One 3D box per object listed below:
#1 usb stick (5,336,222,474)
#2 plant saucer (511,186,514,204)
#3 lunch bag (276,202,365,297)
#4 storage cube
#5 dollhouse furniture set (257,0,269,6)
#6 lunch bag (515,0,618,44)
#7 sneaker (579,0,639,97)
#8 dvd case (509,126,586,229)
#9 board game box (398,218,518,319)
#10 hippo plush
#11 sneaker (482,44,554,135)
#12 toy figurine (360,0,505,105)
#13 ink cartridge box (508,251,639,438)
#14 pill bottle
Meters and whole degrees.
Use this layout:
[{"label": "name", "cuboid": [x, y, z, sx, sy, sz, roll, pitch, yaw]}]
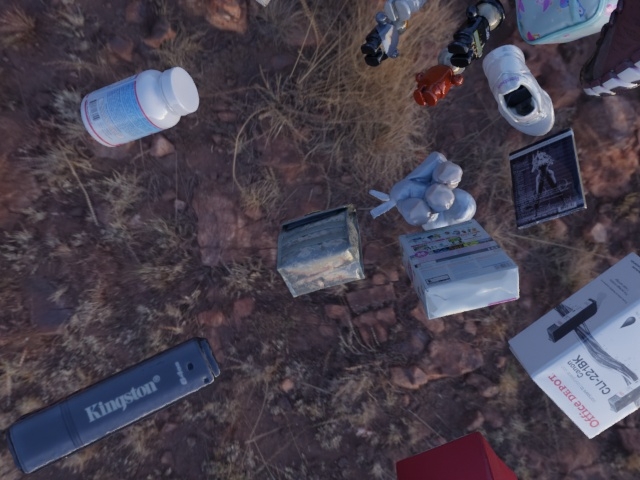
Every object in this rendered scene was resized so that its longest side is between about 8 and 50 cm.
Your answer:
[{"label": "usb stick", "cuboid": [-0.272, 0.217, 0.708, 0.278, 0.045, 0.077, -24, 70, -13]}, {"label": "plant saucer", "cuboid": [0.632, -0.142, 1.498, 0.169, 0.029, 0.168, -1, 114, -2]}, {"label": "lunch bag", "cuboid": [0.000, 0.000, 1.614, 0.236, 0.287, 0.168, -16, 130, 12]}, {"label": "storage cube", "cuboid": [0.271, 0.512, 0.984, 0.215, 0.193, 0.183, -30, 120, 20]}, {"label": "dollhouse furniture set", "cuboid": [-0.161, -0.587, 0.973, 0.242, 0.212, 0.161, 26, 120, -30]}, {"label": "lunch bag", "cuboid": [0.431, -0.493, 0.895, 0.108, 0.224, 0.279, -10, 100, -13]}, {"label": "sneaker", "cuboid": [0.318, -0.242, 0.497, 0.107, 0.281, 0.162, -29, 94, 0]}, {"label": "dvd case", "cuboid": [0.546, -0.150, 1.281, 0.018, 0.165, 0.221, 23, 58, -36]}, {"label": "board game box", "cuboid": [0.345, 0.063, 1.365, 0.224, 0.303, 0.097, -13, 116, 2]}, {"label": "hippo plush", "cuboid": [0.335, -0.085, 1.568, 0.294, 0.234, 0.237, -33, 123, 28]}, {"label": "sneaker", "cuboid": [0.467, -0.310, 1.226, 0.305, 0.114, 0.152, 29, 46, -43]}, {"label": "toy figurine", "cuboid": [0.202, -0.384, 0.972, 0.210, 0.213, 0.148, 36, 68, 0]}, {"label": "ink cartridge box", "cuboid": [0.509, 0.188, 0.927, 0.273, 0.114, 0.197, -41, 108, 15]}, {"label": "pill bottle", "cuboid": [-0.267, -0.201, 0.785, 0.160, 0.087, 0.087, -12, 90, 21]}]
